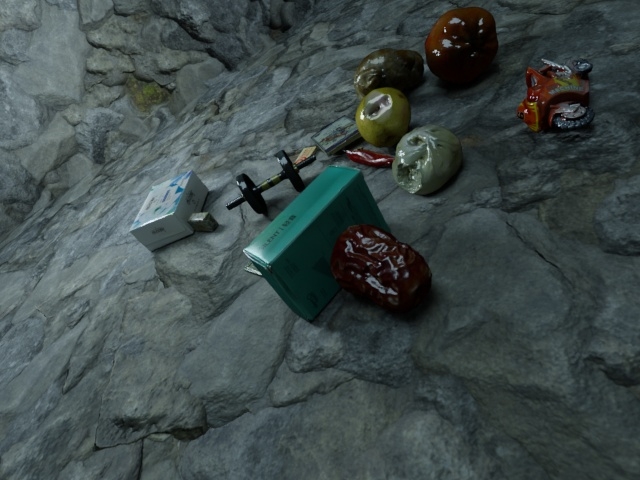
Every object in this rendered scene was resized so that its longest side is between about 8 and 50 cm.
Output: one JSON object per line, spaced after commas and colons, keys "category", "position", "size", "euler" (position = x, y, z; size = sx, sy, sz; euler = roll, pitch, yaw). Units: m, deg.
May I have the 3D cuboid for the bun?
{"category": "bun", "position": [0.262, -0.215, 1.144], "size": [0.179, 0.128, 0.193], "euler": [10, 56, 42]}

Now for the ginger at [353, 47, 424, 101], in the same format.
{"category": "ginger", "position": [0.209, -0.542, 1.463], "size": [0.256, 0.176, 0.375], "euler": [-23, 9, 23]}

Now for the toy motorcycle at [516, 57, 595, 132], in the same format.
{"category": "toy motorcycle", "position": [0.580, -0.361, 1.100], "size": [0.171, 0.089, 0.298], "euler": [-7, 43, 33]}

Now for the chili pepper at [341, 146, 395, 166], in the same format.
{"category": "chili pepper", "position": [0.143, -0.253, 1.348], "size": [0.059, 0.050, 0.268], "euler": [-2, 19, -37]}

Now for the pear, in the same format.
{"category": "pear", "position": [0.190, -0.365, 1.336], "size": [0.178, 0.178, 0.178], "euler": [-21, 38, 17]}

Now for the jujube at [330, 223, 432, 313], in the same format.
{"category": "jujube", "position": [0.123, 0.059, 0.923], "size": [0.155, 0.155, 0.230], "euler": [-44, 46, -15]}

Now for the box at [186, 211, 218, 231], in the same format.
{"category": "box", "position": [-0.406, -0.063, 1.528], "size": [0.098, 0.062, 0.045], "euler": [1, 49, 36]}

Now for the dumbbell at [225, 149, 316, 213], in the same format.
{"category": "dumbbell", "position": [-0.157, -0.184, 1.410], "size": [0.326, 0.143, 0.143], "euler": [-30, 36, 5]}

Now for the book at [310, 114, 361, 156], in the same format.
{"category": "book", "position": [0.058, -0.371, 1.547], "size": [0.158, 0.026, 0.231], "euler": [-33, 31, 1]}

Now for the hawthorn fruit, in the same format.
{"category": "hawthorn fruit", "position": [0.427, -0.614, 1.416], "size": [0.224, 0.224, 0.261], "euler": [-35, 20, -2]}

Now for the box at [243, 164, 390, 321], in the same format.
{"category": "box", "position": [0.000, 0.000, 1.030], "size": [0.311, 0.205, 0.118], "euler": [-48, 37, -18]}

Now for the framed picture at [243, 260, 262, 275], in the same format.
{"category": "framed picture", "position": [-0.091, 0.039, 1.215], "size": [0.231, 0.010, 0.173], "euler": [11, 55, 44]}

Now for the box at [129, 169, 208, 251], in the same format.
{"category": "box", "position": [-0.556, -0.117, 1.658], "size": [0.203, 0.116, 0.274], "euler": [-20, 38, 19]}

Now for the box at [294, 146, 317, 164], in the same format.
{"category": "box", "position": [-0.053, -0.295, 1.567], "size": [0.058, 0.015, 0.093], "euler": [-2, 46, 38]}
